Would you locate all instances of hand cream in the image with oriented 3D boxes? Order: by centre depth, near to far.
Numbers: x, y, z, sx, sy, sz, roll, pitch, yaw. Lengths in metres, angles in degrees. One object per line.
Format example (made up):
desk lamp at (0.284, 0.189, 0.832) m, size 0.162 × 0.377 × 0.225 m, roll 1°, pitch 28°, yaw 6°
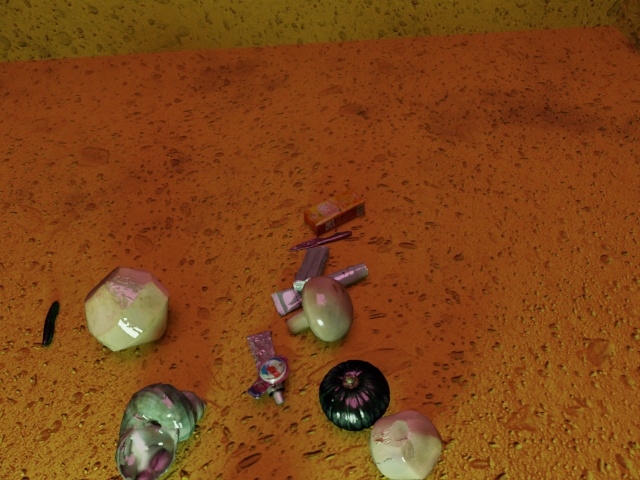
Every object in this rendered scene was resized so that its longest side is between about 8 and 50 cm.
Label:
hand cream at (-0.157, 0.373, 1.455) m, size 0.084 × 0.050 × 0.257 m, roll -17°, pitch 47°, yaw -9°
hand cream at (0.003, 0.158, 1.637) m, size 0.331 × 0.058 × 0.085 m, roll -22°, pitch 64°, yaw -9°

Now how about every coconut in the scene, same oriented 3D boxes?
coconut at (0.218, 0.509, 1.214) m, size 0.183 × 0.171 × 0.171 m, roll -30°, pitch 34°, yaw 38°
coconut at (-0.587, 0.215, 1.507) m, size 0.259 × 0.259 × 0.259 m, roll -1°, pitch 48°, yaw 2°

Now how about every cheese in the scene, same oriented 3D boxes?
cheese at (-0.147, 0.384, 1.382) m, size 0.095 × 0.038 × 0.145 m, roll 21°, pitch 54°, yaw 31°

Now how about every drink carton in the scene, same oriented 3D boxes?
drink carton at (0.053, -0.108, 1.857) m, size 0.223 × 0.071 × 0.096 m, roll -28°, pitch 53°, yaw -19°

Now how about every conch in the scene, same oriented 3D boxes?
conch at (-0.424, 0.489, 1.290) m, size 0.220 × 0.195 × 0.277 m, roll 44°, pitch 40°, yaw 22°

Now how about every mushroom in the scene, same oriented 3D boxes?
mushroom at (-0.008, 0.220, 1.505) m, size 0.215 × 0.207 × 0.207 m, roll -28°, pitch 44°, yaw 23°

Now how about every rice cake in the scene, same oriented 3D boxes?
rice cake at (-0.029, 0.091, 1.662) m, size 0.085 × 0.040 × 0.226 m, roll -5°, pitch 30°, yaw 17°

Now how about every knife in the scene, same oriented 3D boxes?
knife at (0.000, 0.000, 1.797) m, size 0.247 × 0.018 × 0.035 m, roll -15°, pitch 52°, yaw -9°

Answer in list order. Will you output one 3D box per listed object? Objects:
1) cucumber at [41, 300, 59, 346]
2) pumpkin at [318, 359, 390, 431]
cucumber at (-0.884, 0.271, 1.588) m, size 0.036 × 0.033 × 0.184 m, roll -26°, pitch 47°, yaw 13°
pumpkin at (0.092, 0.418, 1.329) m, size 0.202 × 0.140 × 0.202 m, roll -7°, pitch 34°, yaw 5°
